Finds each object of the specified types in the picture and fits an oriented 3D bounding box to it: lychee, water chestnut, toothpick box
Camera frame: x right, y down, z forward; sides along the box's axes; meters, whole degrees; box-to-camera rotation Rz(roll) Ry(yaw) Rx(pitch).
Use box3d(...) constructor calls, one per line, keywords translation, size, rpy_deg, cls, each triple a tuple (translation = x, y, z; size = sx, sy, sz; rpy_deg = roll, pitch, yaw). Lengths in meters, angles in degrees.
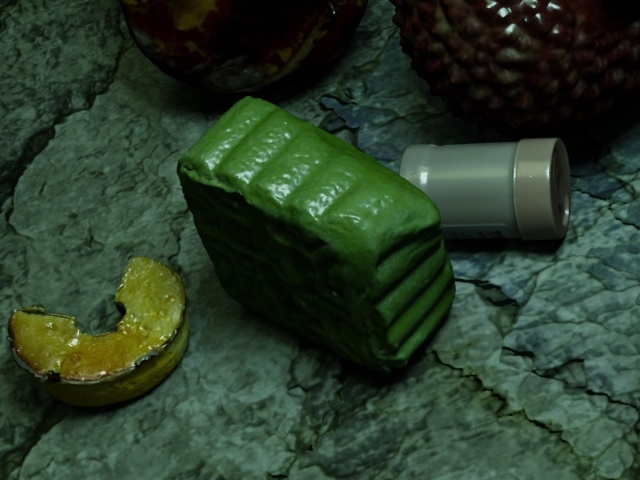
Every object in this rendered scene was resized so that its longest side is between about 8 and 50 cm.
box3d(translation=(0.213, -0.246, 1.599), size=(0.306, 0.306, 0.330), rpy_deg=(-40, 21, -18), cls="lychee")
box3d(translation=(-0.066, -0.323, 1.824), size=(0.335, 0.347, 0.335), rpy_deg=(-2, 87, 35), cls="water chestnut")
box3d(translation=(0.160, -0.048, 1.574), size=(0.149, 0.098, 0.098), rpy_deg=(-1, 47, 20), cls="toothpick box")

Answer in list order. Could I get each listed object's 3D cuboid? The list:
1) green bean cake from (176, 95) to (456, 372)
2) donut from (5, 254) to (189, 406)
box3d(translation=(0.000, 0.000, 1.501), size=(0.248, 0.222, 0.125), rpy_deg=(22, 57, 32), cls="green bean cake")
box3d(translation=(-0.208, 0.100, 1.590), size=(0.181, 0.078, 0.146), rpy_deg=(-25, 45, -13), cls="donut")
